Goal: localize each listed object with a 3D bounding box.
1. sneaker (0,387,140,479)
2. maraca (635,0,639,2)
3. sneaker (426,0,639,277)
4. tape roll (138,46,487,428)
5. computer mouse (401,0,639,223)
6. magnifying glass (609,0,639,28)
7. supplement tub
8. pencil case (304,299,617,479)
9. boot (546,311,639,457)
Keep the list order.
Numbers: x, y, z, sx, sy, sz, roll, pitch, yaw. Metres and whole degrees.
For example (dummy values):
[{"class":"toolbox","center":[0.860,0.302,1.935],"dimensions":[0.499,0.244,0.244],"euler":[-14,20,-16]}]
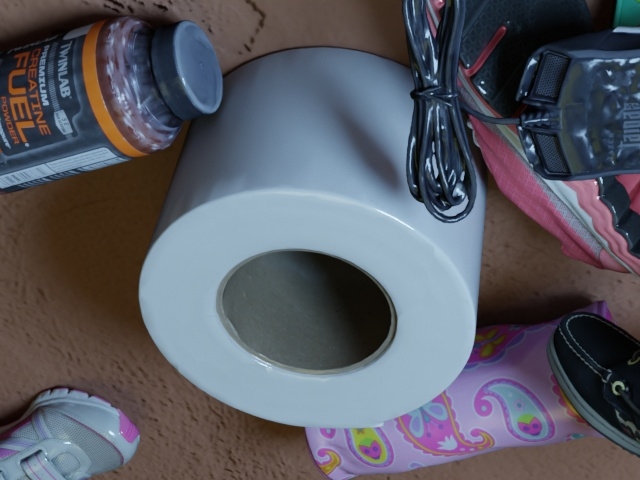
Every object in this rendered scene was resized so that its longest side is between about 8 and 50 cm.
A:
[{"class":"sneaker","center":[-0.284,0.226,1.368],"dimensions":[0.252,0.111,0.103],"euler":[-21,126,27]},{"class":"maraca","center":[0.280,-0.183,0.893],"dimensions":[0.186,0.099,0.127],"euler":[18,113,6]},{"class":"sneaker","center":[0.141,-0.086,1.001],"dimensions":[0.314,0.116,0.136],"euler":[51,154,-17]},{"class":"tape roll","center":[0.000,0.000,1.065],"dimensions":[0.246,0.169,0.246],"euler":[5,134,5]},{"class":"computer mouse","center":[0.173,-0.121,0.884],"dimensions":[0.262,0.060,0.184],"euler":[-9,111,2]},{"class":"magnifying glass","center":[0.221,-0.178,0.958],"dimensions":[0.092,0.026,0.231],"euler":[-15,127,23]},{"class":"supplement tub","center":[-0.174,-0.104,1.046],"dimensions":[0.198,0.106,0.106],"euler":[-14,128,21]},{"class":"pencil case","center":[0.127,0.131,1.199],"dimensions":[0.284,0.124,0.124],"euler":[-12,129,19]},{"class":"boot","center":[0.256,0.073,0.960],"dimensions":[0.085,0.236,0.178],"euler":[-9,127,-28]}]
